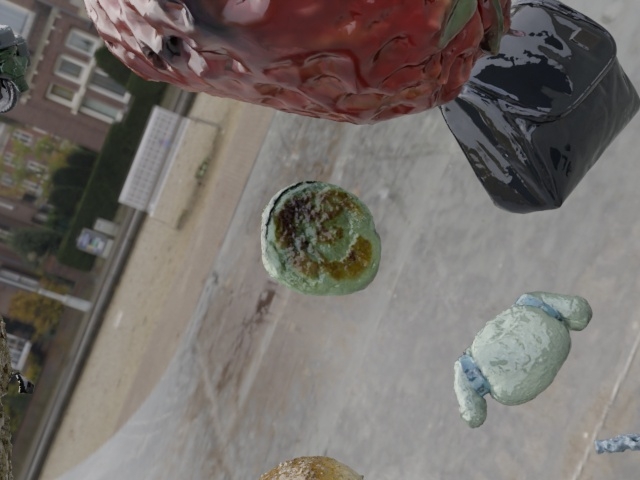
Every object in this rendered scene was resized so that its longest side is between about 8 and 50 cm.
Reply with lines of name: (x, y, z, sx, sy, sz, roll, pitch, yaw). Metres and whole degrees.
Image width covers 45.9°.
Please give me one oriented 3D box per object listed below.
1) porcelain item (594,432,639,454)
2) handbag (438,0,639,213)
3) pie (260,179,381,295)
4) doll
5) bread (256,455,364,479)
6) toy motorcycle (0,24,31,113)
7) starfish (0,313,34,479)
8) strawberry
porcelain item: (0.504, 0.343, 1.271, 0.036, 0.083, 0.028, -49, -54, -66)
handbag: (0.348, -0.230, 1.170, 0.302, 0.275, 0.178, -44, 23, -25)
pie: (0.000, 0.000, 1.376, 0.054, 0.241, 0.240, 131, 156, -64)
doll: (0.237, 0.134, 0.908, 0.214, 0.103, 0.071, -43, -18, -11)
bread: (-0.058, 0.428, 1.027, 0.305, 0.159, 0.305, -52, 8, 11)
toy motorcycle: (-0.544, -0.275, 1.072, 0.124, 0.275, 0.187, -60, -24, -56)
starfish: (-0.194, 0.097, 0.425, 0.138, 0.050, 0.247, 107, 150, -65)
strawberry: (-0.045, -0.152, 0.405, 0.253, 0.280, 0.150, 67, -141, -54)
